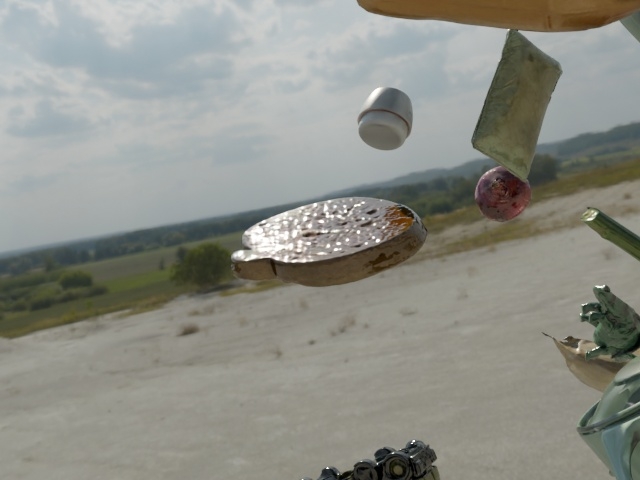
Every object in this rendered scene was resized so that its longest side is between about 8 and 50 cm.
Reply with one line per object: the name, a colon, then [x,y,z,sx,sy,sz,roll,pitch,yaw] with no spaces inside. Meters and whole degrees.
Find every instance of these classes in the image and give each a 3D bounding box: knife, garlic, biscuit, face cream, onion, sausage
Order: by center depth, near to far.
sausage: [0.196,-0.276,0.715,0.328,0.112,0.112,12,10,19]
knife: [0.541,-0.336,1.113,0.162,0.023,0.044,32,-44,-24]
biscuit: [0.002,0.009,1.286,0.350,0.070,0.394,-20,19,-15]
face cream: [0.139,-0.258,1.453,0.117,0.104,0.117,13,-26,6]
onion: [0.455,-0.126,1.750,0.150,0.150,0.140,-8,-13,38]
garlic: [0.819,0.352,1.951,0.338,0.151,0.196,1,41,1]

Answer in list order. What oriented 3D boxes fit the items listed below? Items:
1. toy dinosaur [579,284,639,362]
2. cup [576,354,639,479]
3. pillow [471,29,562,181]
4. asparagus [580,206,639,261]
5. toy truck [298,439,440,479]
toy dinosaur: [0.498,0.143,1.199,0.120,0.079,0.292,-15,-42,37]
cup: [0.533,0.321,0.865,0.401,0.392,0.310,-29,-18,-19]
pillow: [0.438,-0.302,1.504,0.185,0.302,0.075,25,-11,-28]
asparagus: [0.846,0.001,1.879,0.067,0.277,0.060,-43,-18,-36]
toy truck: [0.081,0.439,1.190,0.257,0.127,0.127,-22,-11,24]
